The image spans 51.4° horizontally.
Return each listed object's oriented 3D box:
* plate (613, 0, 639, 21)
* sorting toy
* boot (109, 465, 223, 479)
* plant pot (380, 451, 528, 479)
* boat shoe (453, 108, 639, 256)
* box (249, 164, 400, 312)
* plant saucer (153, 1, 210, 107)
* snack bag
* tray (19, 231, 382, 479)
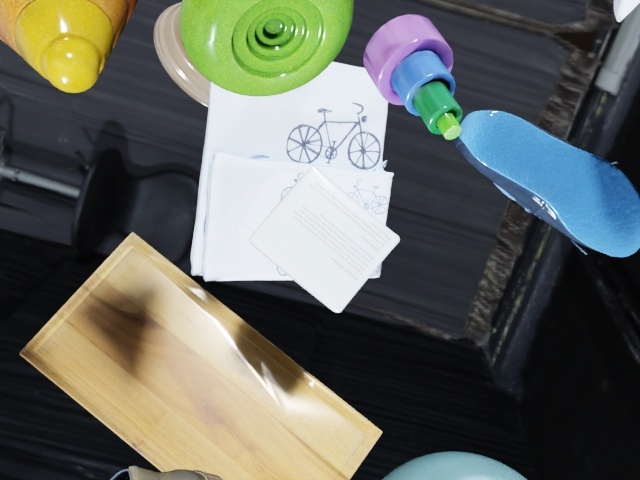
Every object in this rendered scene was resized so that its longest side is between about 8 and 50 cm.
[{"bbox_3d":[0.552,-0.524,1.030,0.278,0.045,0.277,-46,153,-1],"label":"plate"},{"bbox_3d":[-0.039,-0.119,0.430,0.127,0.366,0.126,-55,-136,37],"label":"sorting toy"},{"bbox_3d":[-0.193,0.281,0.594,0.219,0.106,0.082,-48,-134,1],"label":"boot"},{"bbox_3d":[0.184,0.388,0.822,0.195,0.290,0.290,95,8,-56],"label":"plant pot"},{"bbox_3d":[0.267,-0.077,0.765,0.109,0.258,0.089,-52,-167,3],"label":"boat shoe"},{"bbox_3d":[0.000,0.000,0.606,0.087,0.101,0.102,-50,-177,-5],"label":"box"},{"bbox_3d":[-0.191,-0.368,1.312,0.041,0.278,0.277,-39,-153,45],"label":"plant saucer"},{"bbox_3d":[-0.022,-0.109,0.980,0.037,0.323,0.342,15,-79,56],"label":"snack bag"},{"bbox_3d":[-0.147,0.196,0.846,0.202,0.411,0.076,-51,174,-17],"label":"tray"}]
